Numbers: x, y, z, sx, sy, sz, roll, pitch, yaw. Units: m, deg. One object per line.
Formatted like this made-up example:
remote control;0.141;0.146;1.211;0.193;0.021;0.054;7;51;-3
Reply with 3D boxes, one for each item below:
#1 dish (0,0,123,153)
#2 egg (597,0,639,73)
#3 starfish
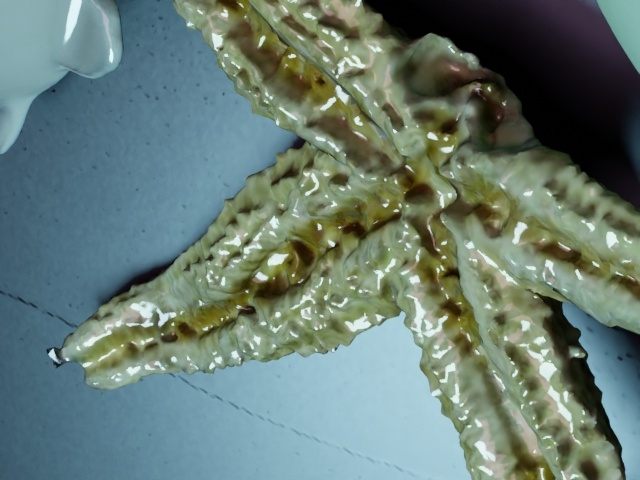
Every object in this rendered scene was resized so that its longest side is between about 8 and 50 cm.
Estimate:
dish;-0.197;-0.140;0.685;0.236;0.086;0.228;26;125;36
egg;0.184;-0.110;0.463;0.203;0.203;0.282;-34;99;35
starfish;0.000;0.000;0.677;0.432;0.082;0.324;36;134;22
